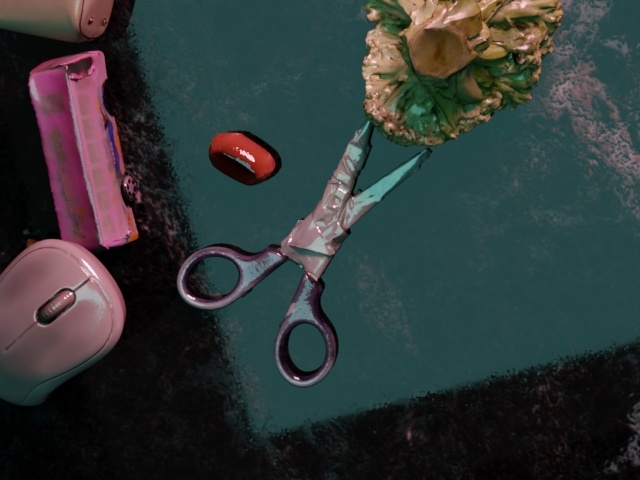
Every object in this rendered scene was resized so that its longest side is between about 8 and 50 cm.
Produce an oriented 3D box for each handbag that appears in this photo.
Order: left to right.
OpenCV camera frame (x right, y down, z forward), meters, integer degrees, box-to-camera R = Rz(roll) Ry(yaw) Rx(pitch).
[{"bbox_3d":[-0.426,-0.404,1.789,0.315,0.109,0.241,18,99,10],"label":"handbag"}]

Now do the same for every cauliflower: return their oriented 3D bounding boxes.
[{"bbox_3d":[0.168,-0.259,1.636,0.272,0.250,0.275,-11,100,12],"label":"cauliflower"}]

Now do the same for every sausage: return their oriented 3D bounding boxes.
[{"bbox_3d":[-0.109,-0.112,1.798,0.094,0.054,0.059,31,137,3],"label":"sausage"}]

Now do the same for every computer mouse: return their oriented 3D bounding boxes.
[{"bbox_3d":[-0.397,0.123,1.797,0.297,0.121,0.184,-34,90,41],"label":"computer mouse"}]

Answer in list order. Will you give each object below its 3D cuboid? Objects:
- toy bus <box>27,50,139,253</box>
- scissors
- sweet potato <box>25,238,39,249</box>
[{"bbox_3d":[-0.326,-0.121,1.808,0.090,0.112,0.274,-8,98,19],"label":"toy bus"},{"bbox_3d":[0.000,0.000,1.811,0.256,0.029,0.383,40,101,1],"label":"scissors"},{"bbox_3d":[-0.369,0.076,1.867,0.053,0.054,0.182,-25,98,46],"label":"sweet potato"}]
